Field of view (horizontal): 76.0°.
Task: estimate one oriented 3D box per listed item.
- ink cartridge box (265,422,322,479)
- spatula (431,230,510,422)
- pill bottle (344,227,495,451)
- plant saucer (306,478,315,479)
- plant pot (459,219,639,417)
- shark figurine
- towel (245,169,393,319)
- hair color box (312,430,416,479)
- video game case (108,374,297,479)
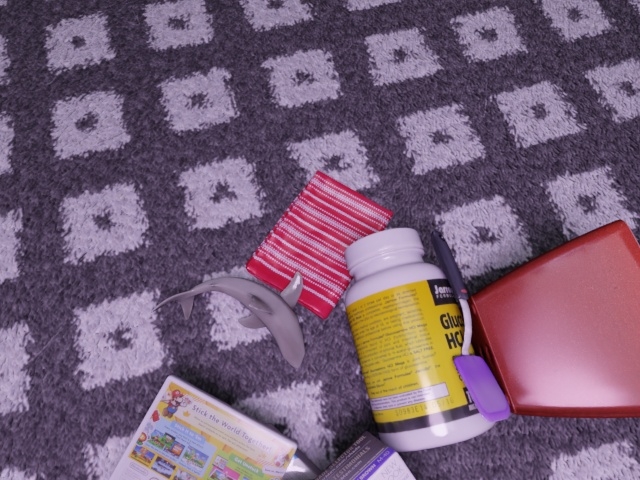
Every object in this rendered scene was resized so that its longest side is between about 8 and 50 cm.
[{"bbox_3d":[-0.100,0.420,0.659,0.139,0.082,0.191,39,76,12],"label":"ink cartridge box"},{"bbox_3d":[0.218,0.115,0.624,0.084,0.030,0.296,12,59,-37],"label":"spatula"},{"bbox_3d":[0.149,0.157,0.700,0.188,0.188,0.334,-13,71,-5],"label":"pill bottle"},{"bbox_3d":[-0.040,0.477,0.593,0.278,0.041,0.278,-2,95,-28],"label":"plant saucer"},{"bbox_3d":[0.381,0.158,0.680,0.235,0.267,0.267,-17,71,7],"label":"plant pot"},{"bbox_3d":[-0.141,0.112,0.735,0.278,0.116,0.166,21,92,2],"label":"shark figurine"},{"bbox_3d":[0.000,0.000,0.839,0.199,0.031,0.275,32,73,10],"label":"towel"},{"bbox_3d":[0.103,0.458,0.533,0.185,0.110,0.339,-34,91,-20],"label":"hair color box"},{"bbox_3d":[-0.180,0.348,0.610,0.227,0.026,0.206,27,78,4],"label":"video game case"}]
